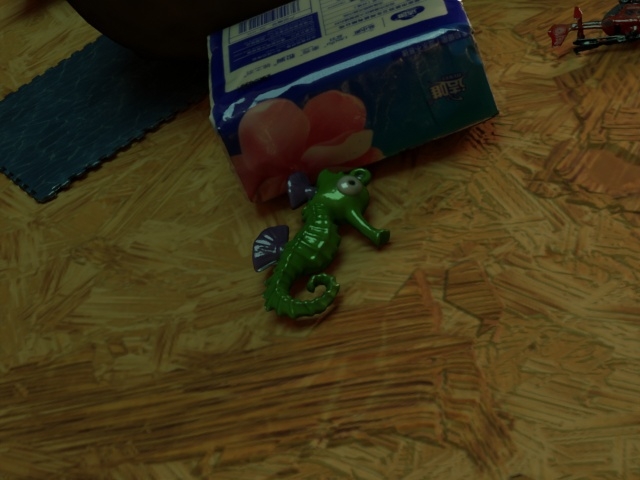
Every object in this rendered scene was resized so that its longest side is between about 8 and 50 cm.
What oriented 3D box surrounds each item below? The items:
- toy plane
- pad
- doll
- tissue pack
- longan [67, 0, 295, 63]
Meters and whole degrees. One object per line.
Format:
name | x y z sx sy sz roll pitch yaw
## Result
toy plane | 0.305 -0.221 1.335 0.145 0.037 0.060 -4 50 15
pad | -0.282 -0.161 1.566 0.270 0.012 0.269 -37 40 -21
doll | 0.000 0.000 1.199 0.115 0.050 0.190 10 50 26
tissue pack | 0.029 -0.165 1.322 0.270 0.137 0.209 -20 37 7
longan | -0.138 -0.389 1.477 0.391 0.391 0.391 -13 37 10
